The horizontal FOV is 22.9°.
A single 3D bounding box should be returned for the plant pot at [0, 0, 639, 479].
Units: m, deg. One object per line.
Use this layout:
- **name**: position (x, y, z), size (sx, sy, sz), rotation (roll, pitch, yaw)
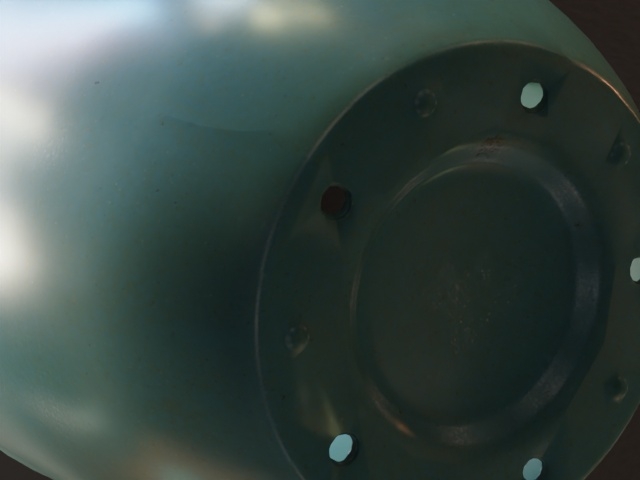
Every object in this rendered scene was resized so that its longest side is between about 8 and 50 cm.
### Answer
- **plant pot**: position (0.000, 0.000, 0.642), size (0.235, 0.293, 0.293), rotation (19, -77, 57)
